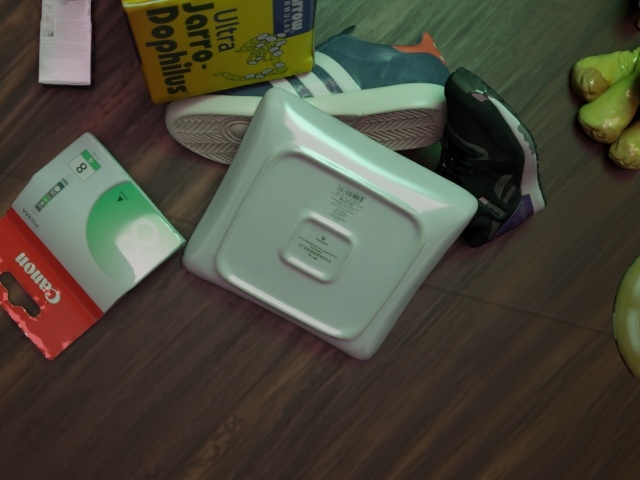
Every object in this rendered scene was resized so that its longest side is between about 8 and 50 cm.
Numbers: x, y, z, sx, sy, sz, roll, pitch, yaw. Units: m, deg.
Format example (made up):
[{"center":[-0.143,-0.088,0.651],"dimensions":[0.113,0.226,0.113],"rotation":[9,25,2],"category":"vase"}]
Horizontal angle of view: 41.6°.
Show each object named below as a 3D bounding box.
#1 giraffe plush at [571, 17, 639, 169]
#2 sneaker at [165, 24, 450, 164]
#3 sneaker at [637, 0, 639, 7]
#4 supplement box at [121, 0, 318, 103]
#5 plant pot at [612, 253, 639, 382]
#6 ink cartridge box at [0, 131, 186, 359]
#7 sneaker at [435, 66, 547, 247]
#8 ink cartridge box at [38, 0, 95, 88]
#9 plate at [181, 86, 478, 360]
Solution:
[{"center":[0.442,-0.201,1.051],"dimensions":[0.210,0.170,0.181],"rotation":[-43,94,-5],"category":"giraffe plush"},{"center":[-0.014,-0.186,1.036],"dimensions":[0.350,0.131,0.148],"rotation":[-2,64,2],"category":"sneaker"},{"center":[0.436,-0.387,1.096],"dimensions":[0.081,0.080,0.211],"rotation":[18,69,6],"category":"sneaker"},{"center":[-0.139,-0.364,0.921],"dimensions":[0.195,0.194,0.356],"rotation":[-14,72,-7],"category":"supplement box"},{"center":[0.512,0.105,1.131],"dimensions":[0.236,0.032,0.236],"rotation":[0,91,-7],"category":"plant pot"},{"center":[-0.304,0.008,1.020],"dimensions":[0.225,0.056,0.181],"rotation":[-41,89,-6],"category":"ink cartridge box"},{"center":[0.181,-0.076,0.986],"dimensions":[0.124,0.283,0.107],"rotation":[-39,52,0],"category":"sneaker"},{"center":[-0.311,-0.247,1.036],"dimensions":[0.063,0.029,0.115],"rotation":[2,89,-6],"category":"ink cartridge box"},{"center":[0.000,0.000,0.997],"dimensions":[0.277,0.045,0.278],"rotation":[29,119,-5],"category":"plate"}]
